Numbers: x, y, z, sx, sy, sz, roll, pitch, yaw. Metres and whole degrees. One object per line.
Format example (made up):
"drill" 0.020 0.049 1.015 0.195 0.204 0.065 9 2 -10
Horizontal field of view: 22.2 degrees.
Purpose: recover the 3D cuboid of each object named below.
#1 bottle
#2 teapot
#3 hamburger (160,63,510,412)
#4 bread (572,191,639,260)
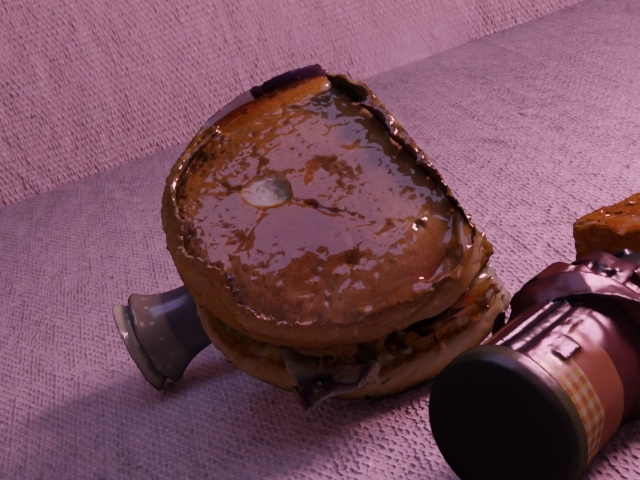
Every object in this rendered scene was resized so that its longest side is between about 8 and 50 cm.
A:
"bottle" 0.211 0.093 1.280 0.271 0.156 0.143 -33 -12 -45
"teapot" -0.091 0.056 1.744 0.251 0.183 0.183 -28 14 4
"hamburger" 0.000 0.000 1.536 0.277 0.195 0.318 -31 61 -4
"bread" 0.359 0.007 1.519 0.139 0.077 0.271 -22 16 -26
